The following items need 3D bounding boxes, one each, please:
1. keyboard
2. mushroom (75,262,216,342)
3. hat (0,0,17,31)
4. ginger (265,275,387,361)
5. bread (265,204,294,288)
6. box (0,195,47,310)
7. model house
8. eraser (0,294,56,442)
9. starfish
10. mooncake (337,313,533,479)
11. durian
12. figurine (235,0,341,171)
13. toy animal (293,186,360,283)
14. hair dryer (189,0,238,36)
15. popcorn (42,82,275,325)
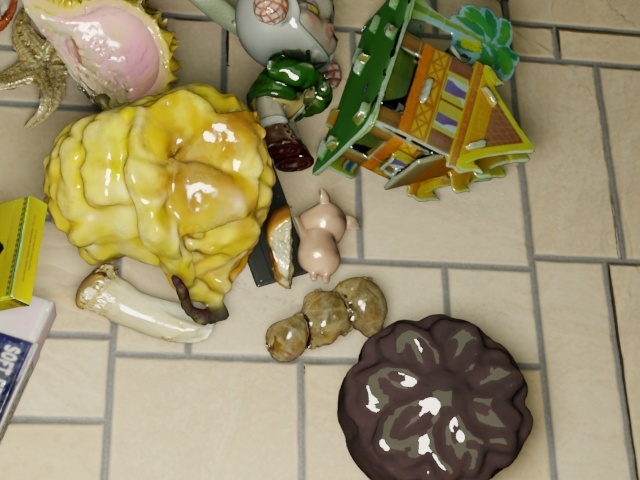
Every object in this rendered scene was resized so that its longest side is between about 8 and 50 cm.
[{"bbox_3d":[-0.122,-0.107,1.737,0.103,0.041,0.381,-15,76,-17],"label":"keyboard"},{"bbox_3d":[-0.262,0.103,1.601,0.209,0.071,0.084,23,30,-3],"label":"mushroom"},{"bbox_3d":[-0.542,-0.416,1.725,0.094,0.162,0.112,-12,73,-18],"label":"hat"},{"bbox_3d":[0.008,0.122,1.630,0.204,0.080,0.104,-19,77,-19],"label":"ginger"},{"bbox_3d":[-0.062,0.009,1.625,0.044,0.129,0.126,-2,79,-4],"label":"bread"},{"bbox_3d":[-0.511,0.033,1.509,0.279,0.041,0.153,-10,62,29],"label":"box"},{"bbox_3d":[0.197,-0.229,1.777,0.313,0.242,0.357,26,62,-16],"label":"model house"},{"bbox_3d":[-0.486,0.203,1.503,0.130,0.086,0.287,18,65,-1],"label":"eraser"},{"bbox_3d":[-0.449,-0.292,1.755,0.277,0.062,0.235,-6,62,-8],"label":"starfish"},{"bbox_3d":[0.169,0.244,1.574,0.283,0.141,0.283,3,65,-6],"label":"mooncake"},{"bbox_3d":[-0.325,-0.345,1.740,0.305,0.185,0.195,43,26,3],"label":"durian"},{"bbox_3d":[-0.054,-0.297,1.724,0.167,0.281,0.370,-9,68,20],"label":"figurine"},{"bbox_3d":[0.005,-0.001,1.679,0.089,0.083,0.150,-1,65,22],"label":"toy animal"},{"bbox_3d":[-0.264,-0.461,1.812,0.119,0.298,0.296,-50,54,4],"label":"hair dryer"},{"bbox_3d":[-0.218,-0.055,1.556,0.349,0.349,0.381,-19,93,-17],"label":"popcorn"}]
